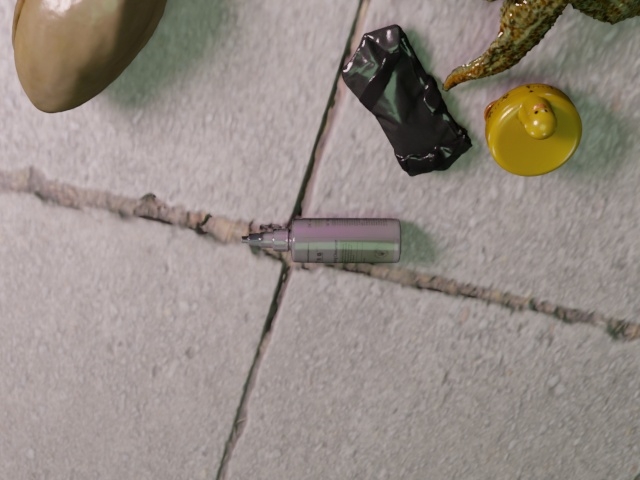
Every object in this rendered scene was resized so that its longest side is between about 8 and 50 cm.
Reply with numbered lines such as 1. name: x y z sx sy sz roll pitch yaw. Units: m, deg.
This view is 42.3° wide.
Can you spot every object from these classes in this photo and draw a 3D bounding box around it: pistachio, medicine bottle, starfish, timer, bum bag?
1. pistachio: -0.238 -0.224 0.838 0.135 0.136 0.226 29 127 -19
2. medicine bottle: 0.000 0.000 1.036 0.199 0.058 0.058 1 126 -2
3. starfish: 0.213 -0.277 0.772 0.347 0.078 0.358 -16 145 14
4. timer: 0.238 -0.119 0.920 0.107 0.109 0.107 0 126 0
5. bum bag: 0.099 -0.149 0.936 0.087 0.049 0.198 -30 120 14
